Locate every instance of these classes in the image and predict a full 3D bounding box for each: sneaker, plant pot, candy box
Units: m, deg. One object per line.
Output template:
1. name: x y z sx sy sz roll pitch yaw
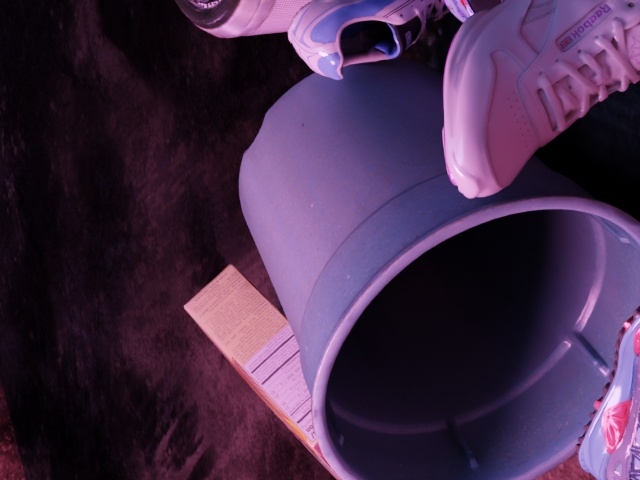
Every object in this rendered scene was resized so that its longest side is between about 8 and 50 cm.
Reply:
1. sneaker: 0.082 -0.218 1.494 0.086 0.237 0.085 52 156 24
2. plant pot: 0.092 0.012 1.471 0.334 0.341 0.341 -123 37 -47
3. sneaker: 0.318 0.128 1.346 0.125 0.104 0.262 37 136 27
4. sneaker: 0.202 -0.158 1.266 0.152 0.305 0.114 14 149 37
5. candy box: -0.019 0.176 1.838 0.316 0.087 0.183 41 171 47

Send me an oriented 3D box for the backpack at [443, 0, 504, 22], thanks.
1. backpack: 0.165 -0.265 1.418 0.117 0.158 0.173 -3 107 68

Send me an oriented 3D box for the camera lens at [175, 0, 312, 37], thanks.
1. camera lens: -0.014 -0.321 1.575 0.219 0.274 0.219 25 119 55
